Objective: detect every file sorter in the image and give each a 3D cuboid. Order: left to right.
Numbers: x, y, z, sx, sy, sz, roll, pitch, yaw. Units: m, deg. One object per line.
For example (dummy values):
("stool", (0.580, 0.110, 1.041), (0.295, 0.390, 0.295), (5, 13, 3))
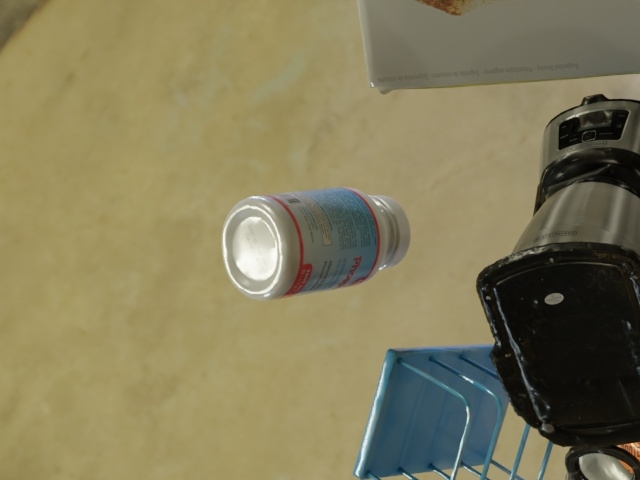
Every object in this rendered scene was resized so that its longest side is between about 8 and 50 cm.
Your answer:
("file sorter", (0.135, 0.163, 1.410), (0.104, 0.170, 0.118), (28, 109, 44))

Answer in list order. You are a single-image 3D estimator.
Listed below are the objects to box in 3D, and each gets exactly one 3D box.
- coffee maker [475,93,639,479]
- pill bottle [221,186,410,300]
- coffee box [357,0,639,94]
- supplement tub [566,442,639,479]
("coffee maker", (0.163, 0.028, 0.956), (0.120, 0.171, 0.178), (12, 35, 13))
("pill bottle", (0.000, 0.000, 1.391), (0.087, 0.160, 0.087), (8, 101, 44))
("coffee box", (0.209, -0.310, 1.116), (0.338, 0.334, 0.338), (-2, 21, 16))
("supplement tub", (0.281, 0.247, 1.287), (0.193, 0.194, 0.316), (-123, 28, -49))
